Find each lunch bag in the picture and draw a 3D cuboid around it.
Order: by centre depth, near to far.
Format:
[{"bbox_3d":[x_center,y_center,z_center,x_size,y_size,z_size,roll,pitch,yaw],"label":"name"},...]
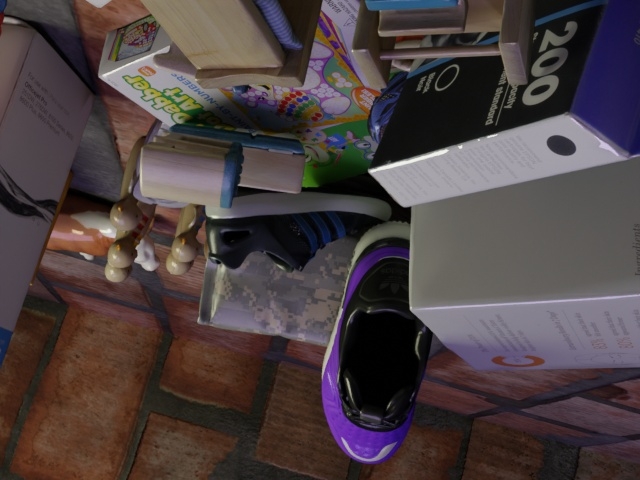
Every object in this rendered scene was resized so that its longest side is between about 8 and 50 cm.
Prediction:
[{"bbox_3d":[0.000,0.000,1.004,0.236,0.168,0.287,11,-160,-1],"label":"lunch bag"}]

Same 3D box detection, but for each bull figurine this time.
[{"bbox_3d":[-0.424,-0.021,1.434,0.311,0.101,0.188,19,164,-13],"label":"bull figurine"}]

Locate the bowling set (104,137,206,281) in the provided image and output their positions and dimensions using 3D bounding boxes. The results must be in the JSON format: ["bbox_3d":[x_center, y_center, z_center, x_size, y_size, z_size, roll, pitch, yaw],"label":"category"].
[{"bbox_3d":[-0.201,-0.012,1.187,0.200,0.154,0.287,17,163,-6],"label":"bowling set"}]

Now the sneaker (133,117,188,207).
[{"bbox_3d":[-0.139,-0.129,0.903,0.090,0.094,0.235,21,142,-29],"label":"sneaker"}]

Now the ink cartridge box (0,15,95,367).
[{"bbox_3d":[-0.458,-0.044,0.911,0.286,0.394,0.166,11,164,13],"label":"ink cartridge box"}]

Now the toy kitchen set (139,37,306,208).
[{"bbox_3d":[-0.061,-0.117,0.657,0.122,0.165,0.207,8,-169,-6],"label":"toy kitchen set"}]

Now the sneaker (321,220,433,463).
[{"bbox_3d":[0.050,0.138,0.818,0.102,0.146,0.293,6,123,2],"label":"sneaker"}]

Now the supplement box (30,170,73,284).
[{"bbox_3d":[-0.484,-0.062,1.207,0.129,0.191,0.194,12,163,12],"label":"supplement box"}]

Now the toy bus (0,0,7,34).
[{"bbox_3d":[-0.356,-0.189,0.684,0.150,0.220,0.211,-3,162,33],"label":"toy bus"}]

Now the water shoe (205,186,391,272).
[{"bbox_3d":[-0.022,-0.010,0.802,0.203,0.080,0.073,0,-170,-34],"label":"water shoe"}]

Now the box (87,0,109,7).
[{"bbox_3d":[-0.158,-0.271,0.514,0.232,0.058,0.322,27,157,-35],"label":"box"}]

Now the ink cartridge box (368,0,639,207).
[{"bbox_3d":[0.138,-0.125,0.463,0.045,0.206,0.208,38,153,-29],"label":"ink cartridge box"}]

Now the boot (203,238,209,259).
[{"bbox_3d":[-0.030,0.057,1.351,0.211,0.104,0.295,1,159,29],"label":"boot"}]

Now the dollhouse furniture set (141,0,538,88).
[{"bbox_3d":[0.009,-0.164,0.412,0.184,0.128,0.129,3,160,22],"label":"dollhouse furniture set"}]

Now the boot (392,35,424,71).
[{"bbox_3d":[0.127,-0.150,0.608,0.158,0.084,0.059,9,160,13],"label":"boot"}]

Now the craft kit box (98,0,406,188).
[{"bbox_3d":[-0.019,-0.137,0.737,0.247,0.060,0.250,-11,150,35],"label":"craft kit box"}]

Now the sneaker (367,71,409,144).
[{"bbox_3d":[0.145,-0.102,0.644,0.221,0.087,0.083,-9,143,11],"label":"sneaker"}]

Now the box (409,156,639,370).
[{"bbox_3d":[0.276,0.007,0.730,0.346,0.168,0.215,-6,156,24],"label":"box"}]
